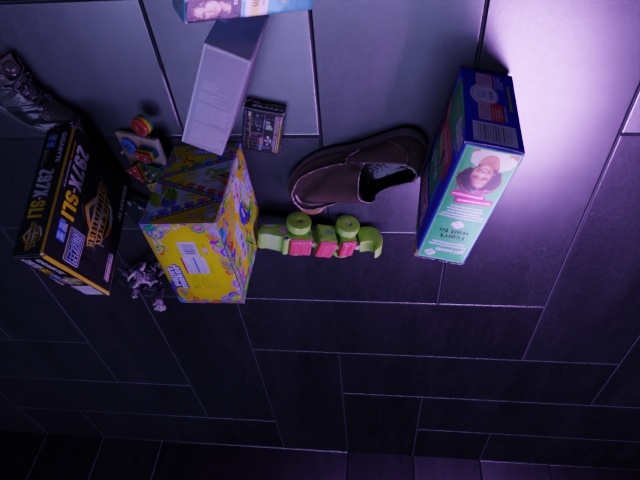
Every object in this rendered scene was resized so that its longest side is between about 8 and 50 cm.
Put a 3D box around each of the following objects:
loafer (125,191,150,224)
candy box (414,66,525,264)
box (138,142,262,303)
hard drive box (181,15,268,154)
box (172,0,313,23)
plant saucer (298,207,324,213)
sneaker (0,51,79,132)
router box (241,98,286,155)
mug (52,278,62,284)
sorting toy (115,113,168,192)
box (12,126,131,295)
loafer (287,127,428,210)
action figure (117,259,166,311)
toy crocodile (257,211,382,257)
[{"bbox_3d":[-0.468,-0.054,1.430,0.076,0.078,0.223,-31,126,34],"label":"loafer"},{"bbox_3d":[0.299,-0.151,1.084,0.122,0.268,0.317,11,137,1],"label":"candy box"},{"bbox_3d":[-0.273,-0.041,1.272,0.177,0.279,0.289,0,137,8],"label":"box"},{"bbox_3d":[-0.191,-0.320,1.028,0.089,0.181,0.232,19,136,-12],"label":"hard drive box"},{"bbox_3d":[-0.126,-0.442,0.878,0.245,0.060,0.100,-18,148,-24],"label":"box"},{"bbox_3d":[-0.026,-0.096,1.375,0.084,0.015,0.083,3,138,3],"label":"plant saucer"},{"bbox_3d":[-0.655,-0.327,1.148,0.228,0.087,0.130,26,141,-13],"label":"sneaker"},{"bbox_3d":[-0.132,-0.261,1.190,0.092,0.038,0.122,11,138,-4],"label":"router box"},{"bbox_3d":[-0.805,0.052,1.572,0.151,0.113,0.169,-7,139,18],"label":"mug"},{"bbox_3d":[-0.435,-0.189,1.269,0.133,0.046,0.274,16,143,24],"label":"sorting toy"},{"bbox_3d":[-0.564,-0.061,1.209,0.080,0.321,0.257,-4,155,11],"label":"box"},{"bbox_3d":[0.073,-0.151,1.216,0.366,0.130,0.134,-20,131,27],"label":"loafer"},{"bbox_3d":[-0.521,0.126,1.594,0.276,0.140,0.164,-23,132,24],"label":"action figure"},{"bbox_3d":[0.000,0.000,1.388,0.341,0.105,0.115,2,139,-14],"label":"toy crocodile"}]
